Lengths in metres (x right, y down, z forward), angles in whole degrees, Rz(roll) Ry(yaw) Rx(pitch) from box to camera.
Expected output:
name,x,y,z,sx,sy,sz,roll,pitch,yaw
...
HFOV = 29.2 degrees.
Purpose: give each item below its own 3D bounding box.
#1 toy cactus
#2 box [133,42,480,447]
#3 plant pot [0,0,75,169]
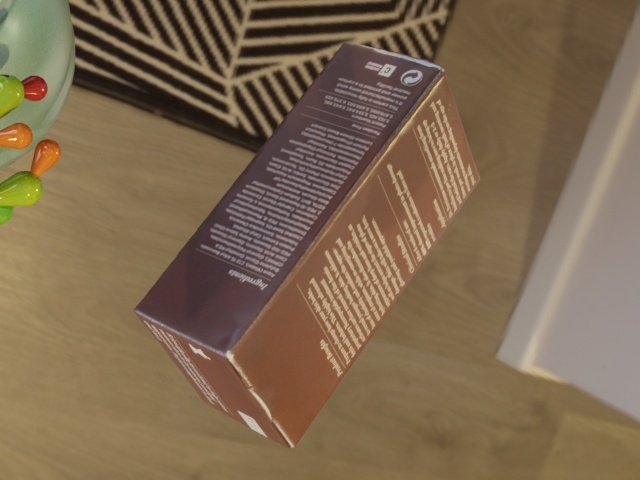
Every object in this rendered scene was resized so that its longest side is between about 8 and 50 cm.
name,x,y,z,sx,sy,sz,roll,pitch,yaw
toy cactus,-0.299,-0.037,0.958,0.219,0.112,0.180,-56,169,11
box,0.000,0.000,1.279,0.381,0.143,0.191,-54,144,-22
plant pot,-0.364,-0.215,1.107,0.293,0.196,0.293,4,73,-13
